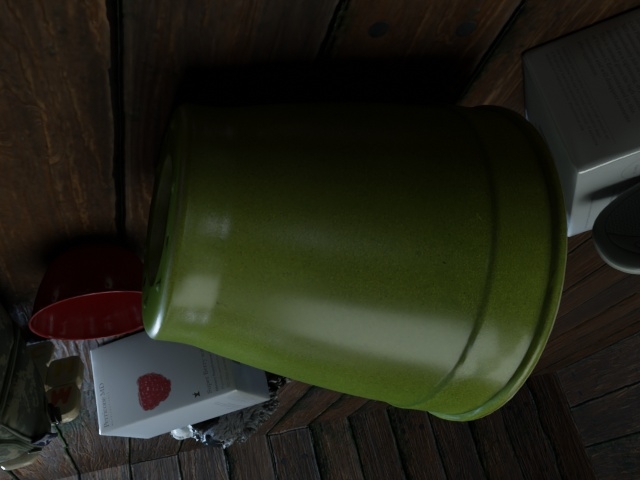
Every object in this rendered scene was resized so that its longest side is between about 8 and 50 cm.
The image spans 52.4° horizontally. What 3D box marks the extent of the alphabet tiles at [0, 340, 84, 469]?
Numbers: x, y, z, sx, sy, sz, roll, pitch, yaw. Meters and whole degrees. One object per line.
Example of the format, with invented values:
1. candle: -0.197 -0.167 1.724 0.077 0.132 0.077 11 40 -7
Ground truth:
1. alphabet tiles: -0.540 0.273 1.076 0.284 0.278 0.021 -13 124 -6

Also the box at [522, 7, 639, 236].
1. box: 0.436 -0.164 0.768 0.345 0.168 0.215 -19 157 10

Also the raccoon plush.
1. raccoon plush: -0.173 0.397 1.656 0.446 0.216 0.299 -12 165 -8

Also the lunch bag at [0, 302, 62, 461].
1. lunch bag: -0.556 0.229 0.912 0.305 0.212 0.256 -13 136 -6

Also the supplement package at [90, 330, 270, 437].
1. supplement package: -0.280 0.270 1.305 0.293 0.177 0.175 -21 157 11

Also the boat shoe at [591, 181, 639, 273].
1. boat shoe: 0.457 -0.028 0.732 0.320 0.118 0.103 -20 153 -5

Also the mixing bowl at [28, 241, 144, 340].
1. mixing bowl: -0.314 0.064 0.912 0.181 0.098 0.181 -13 158 -5

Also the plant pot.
1. plant pot: 0.000 0.000 0.705 0.353 0.366 0.366 8 150 -21
